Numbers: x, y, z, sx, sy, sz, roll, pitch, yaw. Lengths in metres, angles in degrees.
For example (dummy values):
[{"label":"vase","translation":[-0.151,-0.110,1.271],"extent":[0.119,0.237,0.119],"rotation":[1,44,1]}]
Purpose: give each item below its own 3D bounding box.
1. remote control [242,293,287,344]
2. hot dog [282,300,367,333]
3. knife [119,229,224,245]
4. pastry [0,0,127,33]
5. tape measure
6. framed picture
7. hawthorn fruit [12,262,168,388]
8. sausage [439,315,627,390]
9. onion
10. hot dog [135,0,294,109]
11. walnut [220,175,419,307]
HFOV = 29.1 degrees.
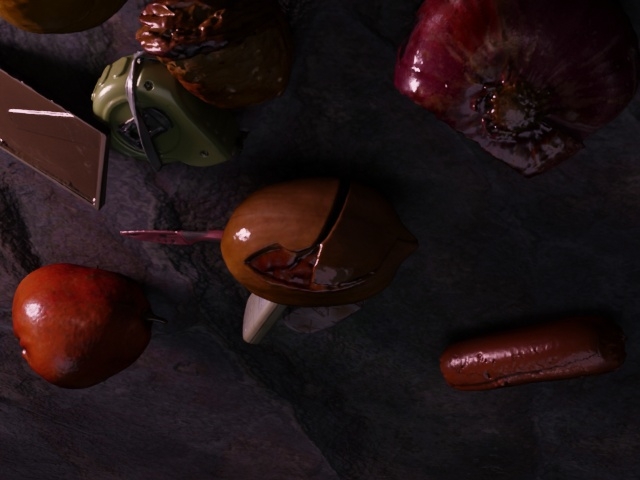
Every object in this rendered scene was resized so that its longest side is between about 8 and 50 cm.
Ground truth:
[{"label":"remote control","translation":[-0.076,0.085,2.032],"extent":[0.038,0.098,0.233],"rotation":[15,145,-15]},{"label":"hot dog","translation":[0.011,0.103,2.074],"extent":[0.099,0.053,0.192],"rotation":[29,138,-25]},{"label":"knife","translation":[-0.212,-0.005,2.017],"extent":[0.247,0.018,0.035],"rotation":[3,147,16]},{"label":"pastry","translation":[-0.264,-0.378,1.254],"extent":[0.164,0.356,0.356],"rotation":[0,144,5]},{"label":"tape measure","translation":[-0.227,-0.176,1.701],"extent":[0.175,0.106,0.200],"rotation":[-16,135,28]},{"label":"framed picture","translation":[-0.416,-0.166,1.762],"extent":[0.265,0.018,0.192],"rotation":[32,147,6]},{"label":"hawthorn fruit","translation":[-0.394,0.142,2.119],"extent":[0.261,0.224,0.224],"rotation":[-13,143,-1]},{"label":"sausage","translation":[0.348,0.192,2.063],"extent":[0.330,0.102,0.102],"rotation":[-13,138,30]},{"label":"onion","translation":[0.234,-0.217,1.435],"extent":[0.256,0.272,0.230],"rotation":[24,117,-28]},{"label":"hot dog","translation":[-0.127,-0.250,1.552],"extent":[0.175,0.114,0.259],"rotation":[-9,170,10]},{"label":"walnut","translation":[0.000,0.000,1.821],"extent":[0.298,0.203,0.203],"rotation":[-3,143,14]}]
